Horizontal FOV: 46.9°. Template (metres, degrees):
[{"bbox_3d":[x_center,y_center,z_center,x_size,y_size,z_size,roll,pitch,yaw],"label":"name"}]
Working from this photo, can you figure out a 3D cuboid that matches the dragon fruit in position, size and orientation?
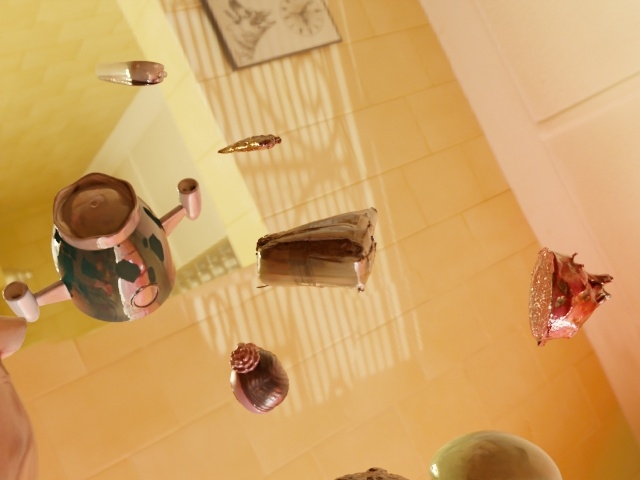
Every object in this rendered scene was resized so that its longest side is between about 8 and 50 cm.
[{"bbox_3d":[0.385,0.091,1.124,0.111,0.153,0.153,6,-57,6],"label":"dragon fruit"}]

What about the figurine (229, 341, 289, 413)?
[{"bbox_3d":[-0.065,0.129,0.741,0.129,0.054,0.072,-173,-117,-82],"label":"figurine"}]

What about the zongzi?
[{"bbox_3d":[0.000,0.000,1.199,0.195,0.197,0.099,0,-57,11],"label":"zongzi"}]

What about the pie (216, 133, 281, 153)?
[{"bbox_3d":[-0.142,-0.207,1.585,0.170,0.092,0.034,2,-67,51],"label":"pie"}]

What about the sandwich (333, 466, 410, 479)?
[{"bbox_3d":[-0.013,0.435,0.923,0.131,0.325,0.262,14,-89,44],"label":"sandwich"}]

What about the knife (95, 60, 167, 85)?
[{"bbox_3d":[-0.333,-0.293,1.293,0.266,0.073,0.040,21,-67,57],"label":"knife"}]

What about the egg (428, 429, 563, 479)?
[{"bbox_3d":[0.327,0.449,1.373,0.253,0.186,0.186,16,-47,1],"label":"egg"}]

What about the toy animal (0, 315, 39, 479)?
[{"bbox_3d":[-0.340,0.198,0.673,0.166,0.154,0.250,24,52,-84],"label":"toy animal"}]

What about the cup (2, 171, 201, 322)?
[{"bbox_3d":[-0.288,0.003,1.006,0.167,0.300,0.173,44,-25,23],"label":"cup"}]
